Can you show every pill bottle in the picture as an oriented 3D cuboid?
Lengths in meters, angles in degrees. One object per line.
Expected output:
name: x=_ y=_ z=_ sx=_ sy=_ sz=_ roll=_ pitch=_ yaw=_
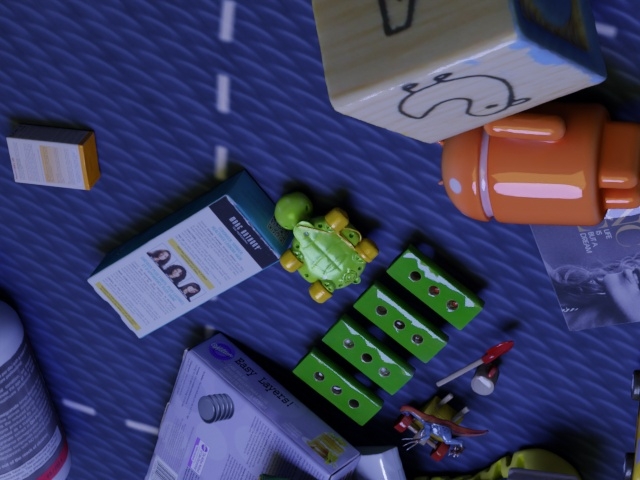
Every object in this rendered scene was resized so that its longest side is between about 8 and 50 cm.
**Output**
pill bottle: x=-0.440 y=0.181 z=2.046 sx=0.176 sy=0.176 sz=0.319 roll=-2 pitch=123 yaw=22

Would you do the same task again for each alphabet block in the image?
alphabet block: x=0.122 y=-0.220 z=1.506 sx=0.197 sy=0.192 sz=0.193 roll=-19 pitch=71 yaw=31

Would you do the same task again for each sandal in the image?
sandal: x=0.162 y=0.355 z=1.963 sx=0.317 sy=0.138 sz=0.126 roll=-29 pitch=112 yaw=35

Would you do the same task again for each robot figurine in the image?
robot figurine: x=0.218 y=-0.077 z=1.649 sx=0.219 sy=0.158 sz=0.128 roll=3 pitch=102 yaw=18

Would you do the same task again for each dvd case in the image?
dvd case: x=0.345 y=0.014 z=1.732 sx=0.221 sy=0.018 sz=0.164 roll=-10 pitch=118 yaw=26

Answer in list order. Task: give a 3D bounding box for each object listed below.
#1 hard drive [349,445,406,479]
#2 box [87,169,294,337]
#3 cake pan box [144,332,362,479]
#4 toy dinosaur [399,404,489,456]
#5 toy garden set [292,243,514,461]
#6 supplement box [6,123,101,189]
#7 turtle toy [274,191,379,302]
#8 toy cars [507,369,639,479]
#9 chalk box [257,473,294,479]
hard drive: x=0.057 y=0.404 z=1.986 sx=0.203 sy=0.040 sz=0.308 roll=-11 pitch=97 yaw=51
box: x=-0.152 y=0.018 z=1.897 sx=0.244 sy=0.060 sz=0.100 roll=-29 pitch=110 yaw=34
cake pan box: x=-0.092 y=0.286 z=2.003 sx=0.245 sy=0.070 sz=0.267 roll=39 pitch=131 yaw=24
toy dinosaur: x=0.134 y=0.213 z=1.887 sx=0.090 sy=0.047 sz=0.082 roll=-37 pitch=96 yaw=1
toy garden set: x=0.117 y=0.133 z=1.885 sx=0.204 sy=0.049 sz=0.244 roll=38 pitch=127 yaw=-5
supplement box: x=-0.309 y=-0.097 z=1.892 sx=0.098 sy=0.036 sz=0.062 roll=7 pitch=125 yaw=16
turtle toy: x=0.000 y=0.000 z=1.822 sx=0.095 sy=0.066 sz=0.130 roll=-41 pitch=101 yaw=12
toy cars: x=0.310 y=0.283 z=1.786 sx=0.393 sy=0.087 sz=0.176 roll=-44 pitch=88 yaw=11
chalk box: x=0.013 y=0.374 z=1.861 sx=0.213 sy=0.132 sz=0.132 roll=15 pitch=126 yaw=-11
